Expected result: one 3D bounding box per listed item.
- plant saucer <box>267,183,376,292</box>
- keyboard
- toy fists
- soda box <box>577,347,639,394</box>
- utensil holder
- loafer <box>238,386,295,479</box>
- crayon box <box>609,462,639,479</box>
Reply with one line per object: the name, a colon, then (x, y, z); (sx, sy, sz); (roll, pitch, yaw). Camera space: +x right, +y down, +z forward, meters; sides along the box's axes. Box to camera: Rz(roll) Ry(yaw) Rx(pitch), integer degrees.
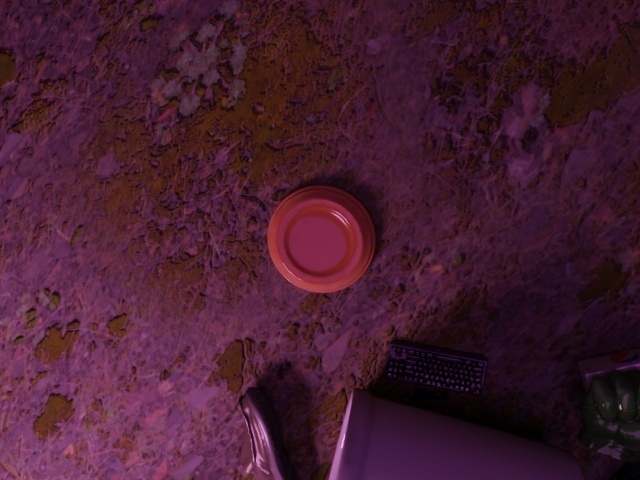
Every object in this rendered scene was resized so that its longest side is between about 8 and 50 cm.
plant saucer: (0.000, 0.000, 1.267); (0.200, 0.037, 0.200); (2, 102, 8)
keyboard: (0.208, 0.249, 1.294); (0.180, 0.023, 0.108); (10, 103, 7)
toy fists: (0.565, 0.301, 1.139); (0.279, 0.096, 0.142); (16, 99, 10)
soda box: (0.562, 0.227, 1.213); (0.216, 0.069, 0.074); (-14, 99, 10)
utensil holder: (0.201, 0.456, 1.183); (0.385, 0.327, 0.328); (14, 103, 4)
loafer: (-0.116, 0.400, 1.334); (0.087, 0.094, 0.251); (-14, 99, 7)
crayon box: (0.686, 0.490, 1.242); (0.318, 0.081, 0.202); (37, 103, -1)
